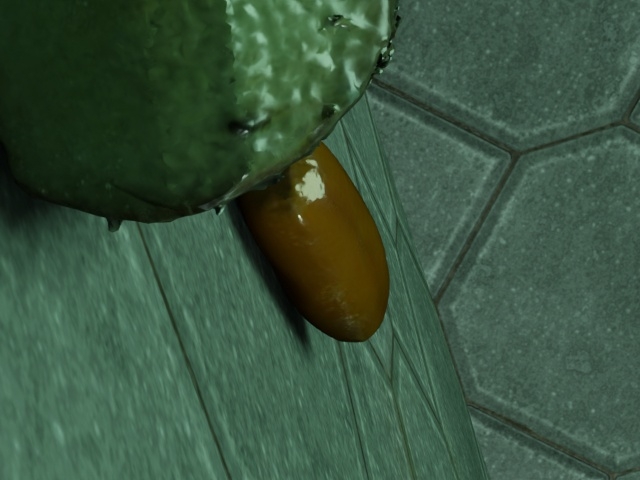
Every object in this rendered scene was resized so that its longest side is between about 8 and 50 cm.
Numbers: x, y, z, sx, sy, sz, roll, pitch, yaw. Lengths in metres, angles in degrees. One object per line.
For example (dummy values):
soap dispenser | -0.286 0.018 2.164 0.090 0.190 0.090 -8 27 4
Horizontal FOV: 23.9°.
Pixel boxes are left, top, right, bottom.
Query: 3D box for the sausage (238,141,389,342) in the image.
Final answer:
sausage | 0.000 0.000 1.175 0.238 0.098 0.098 59 15 -54

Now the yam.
yam | -0.057 -0.125 0.685 0.271 0.202 0.202 -60 132 -71
